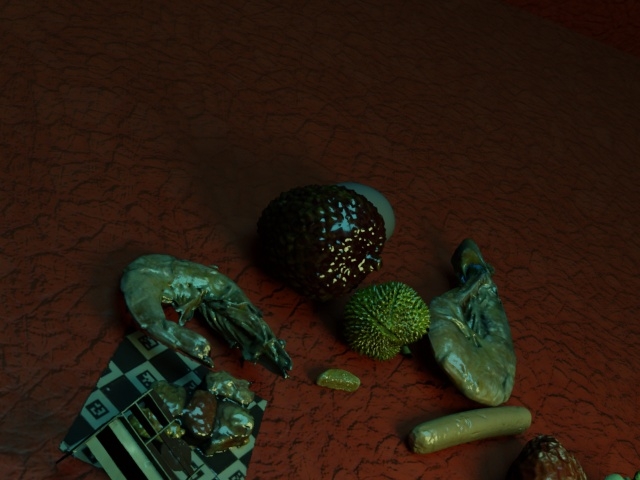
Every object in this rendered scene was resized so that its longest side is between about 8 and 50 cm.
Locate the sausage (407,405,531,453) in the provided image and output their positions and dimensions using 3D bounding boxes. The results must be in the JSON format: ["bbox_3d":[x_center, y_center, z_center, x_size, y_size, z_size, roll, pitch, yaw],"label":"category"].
[{"bbox_3d":[0.286,0.359,1.972,0.301,0.066,0.066,-2,50,-40],"label":"sausage"}]

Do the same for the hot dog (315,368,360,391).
[{"bbox_3d":[0.031,0.255,1.911,0.090,0.030,0.034,14,40,-27],"label":"hot dog"}]

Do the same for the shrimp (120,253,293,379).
[{"bbox_3d":[-0.199,0.140,1.797,0.360,0.085,0.247,35,29,15],"label":"shrimp"}]

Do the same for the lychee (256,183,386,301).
[{"bbox_3d":[0.000,0.000,2.008,0.271,0.236,0.236,18,28,28],"label":"lychee"}]

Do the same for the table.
[{"bbox_3d":[-0.277,0.329,1.529,0.146,0.062,0.175,54,40,-2],"label":"table"}]

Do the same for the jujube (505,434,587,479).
[{"bbox_3d":[0.416,0.456,1.897,0.168,0.168,0.236,30,24,-7],"label":"jujube"}]

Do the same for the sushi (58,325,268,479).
[{"bbox_3d":[-0.228,0.277,1.662,0.292,0.059,0.294,28,38,-9],"label":"sushi"}]

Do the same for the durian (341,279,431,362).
[{"bbox_3d":[0.133,0.147,2.003,0.198,0.159,0.146,-7,59,-43],"label":"durian"}]

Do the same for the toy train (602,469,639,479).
[{"bbox_3d":[0.609,0.551,1.894,0.271,0.159,0.188,45,21,-20],"label":"toy train"}]

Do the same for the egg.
[{"bbox_3d":[0.064,-0.050,2.180,0.199,0.146,0.146,16,40,-14],"label":"egg"}]

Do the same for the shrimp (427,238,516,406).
[{"bbox_3d":[0.308,0.164,2.149,0.221,0.110,0.445,31,34,-18],"label":"shrimp"}]
